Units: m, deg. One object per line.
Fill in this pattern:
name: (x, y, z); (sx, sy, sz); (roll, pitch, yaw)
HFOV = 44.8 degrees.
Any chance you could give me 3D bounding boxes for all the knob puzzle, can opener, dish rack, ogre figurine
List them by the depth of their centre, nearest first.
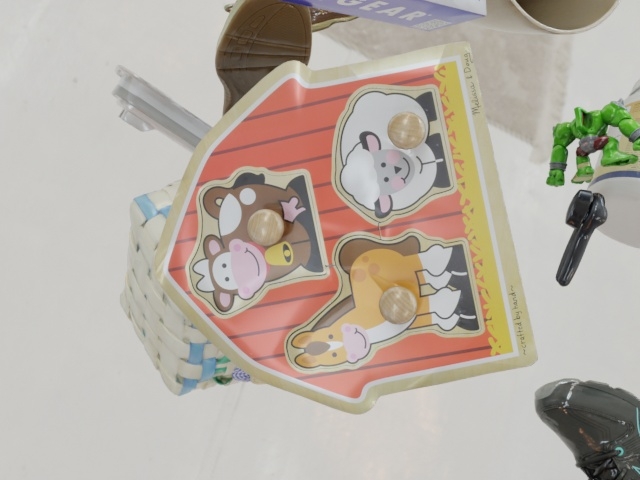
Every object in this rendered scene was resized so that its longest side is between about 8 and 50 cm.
knob puzzle: (0.000, 0.000, 0.408); (0.213, 0.030, 0.213); (1, 95, 10)
dish rack: (-0.219, -0.172, 1.323); (0.333, 0.285, 0.072); (32, 89, -19)
ogre figurine: (0.493, -0.178, 1.394); (0.097, 0.197, 0.118); (2, 72, -27)
can opener: (0.475, -0.003, 1.430); (0.073, 0.186, 0.059); (18, 19, 11)

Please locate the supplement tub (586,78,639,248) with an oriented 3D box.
supplement tub: (0.686, -0.163, 1.570); (0.228, 0.228, 0.316); (31, 69, -11)

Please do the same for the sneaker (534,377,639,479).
sneaker: (0.331, 0.245, 0.809); (0.267, 0.101, 0.106); (37, 52, -5)

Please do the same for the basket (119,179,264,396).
basket: (-0.043, 0.024, 0.784); (0.289, 0.255, 0.201); (-25, 63, -30)

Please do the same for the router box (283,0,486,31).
router box: (0.030, -0.380, 0.754); (0.335, 0.082, 0.301); (-5, 92, -46)

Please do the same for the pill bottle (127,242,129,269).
pill bottle: (-0.187, 0.025, 1.092); (0.152, 0.086, 0.086); (0, 69, 3)

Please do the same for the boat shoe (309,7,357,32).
boat shoe: (0.040, -0.472, 1.551); (0.178, 0.060, 0.064); (-17, 36, 9)

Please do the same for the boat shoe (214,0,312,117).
boat shoe: (-0.073, -0.218, 0.908); (0.104, 0.285, 0.089); (4, 68, -12)

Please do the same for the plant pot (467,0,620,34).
plant pot: (0.290, -0.434, 1.208); (0.256, 0.274, 0.256); (-3, 98, -24)
